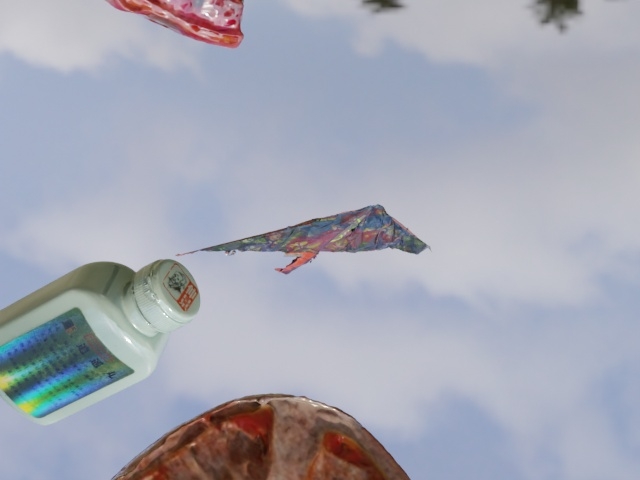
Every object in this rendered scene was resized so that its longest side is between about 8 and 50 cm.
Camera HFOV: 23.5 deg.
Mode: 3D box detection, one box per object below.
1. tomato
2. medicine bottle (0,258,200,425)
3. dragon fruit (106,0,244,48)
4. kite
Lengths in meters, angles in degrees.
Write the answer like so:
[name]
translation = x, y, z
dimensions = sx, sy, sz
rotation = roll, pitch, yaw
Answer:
[tomato]
translation = -0.037, 0.202, 0.817
dimensions = 0.236, 0.095, 0.237
rotation = 8, -120, -14
[medicine bottle]
translation = -0.219, 0.089, 1.485
dimensions = 0.228, 0.121, 0.083
rotation = -27, -157, 30
[dragon fruit]
translation = -0.099, -0.239, 0.804
dimensions = 0.134, 0.262, 0.211
rotation = 5, -173, -11
[kite]
translation = 0.000, -0.001, 1.286
dimensions = 0.232, 0.009, 0.189
rotation = 1, 161, -25
